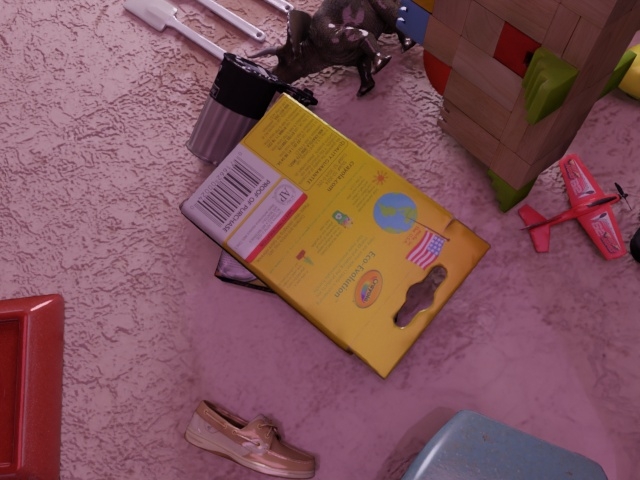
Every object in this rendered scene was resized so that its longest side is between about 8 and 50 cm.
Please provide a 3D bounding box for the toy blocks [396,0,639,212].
[{"bbox_3d":[0.206,-0.249,0.687,0.190,0.381,0.261,-34,64,-22],"label":"toy blocks"}]

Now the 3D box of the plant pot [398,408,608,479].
[{"bbox_3d":[0.160,0.323,0.588,0.247,0.248,0.252,20,60,11],"label":"plant pot"}]

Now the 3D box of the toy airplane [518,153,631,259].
[{"bbox_3d":[0.327,-0.033,0.768,0.151,0.028,0.151,-2,73,6],"label":"toy airplane"}]

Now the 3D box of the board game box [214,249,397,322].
[{"bbox_3d":[0.000,0.000,0.786,0.243,0.042,0.165,13,77,9],"label":"board game box"}]

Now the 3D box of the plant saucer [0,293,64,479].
[{"bbox_3d":[-0.475,0.205,0.779,0.259,0.048,0.259,-7,74,5],"label":"plant saucer"}]

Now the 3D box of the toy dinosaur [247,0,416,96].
[{"bbox_3d":[0.061,-0.313,0.826,0.313,0.121,0.160,-41,88,-1],"label":"toy dinosaur"}]

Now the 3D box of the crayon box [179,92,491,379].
[{"bbox_3d":[0.014,-0.007,0.721,0.318,0.081,0.202,39,82,15],"label":"crayon box"}]

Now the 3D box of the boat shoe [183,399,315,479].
[{"bbox_3d":[-0.082,0.240,0.719,0.170,0.063,0.059,15,83,11],"label":"boat shoe"}]

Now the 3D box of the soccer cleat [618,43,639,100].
[{"bbox_3d":[0.528,-0.227,0.751,0.289,0.121,0.094,6,76,8],"label":"soccer cleat"}]

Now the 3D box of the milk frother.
[{"bbox_3d":[-0.091,-0.168,0.816,0.143,0.129,0.135,25,112,-13],"label":"milk frother"}]

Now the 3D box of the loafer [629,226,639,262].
[{"bbox_3d":[0.485,0.046,0.705,0.223,0.076,0.078,41,91,18],"label":"loafer"}]

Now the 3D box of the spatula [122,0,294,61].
[{"bbox_3d":[-0.170,-0.371,0.917,0.242,0.019,0.168,34,80,14],"label":"spatula"}]
